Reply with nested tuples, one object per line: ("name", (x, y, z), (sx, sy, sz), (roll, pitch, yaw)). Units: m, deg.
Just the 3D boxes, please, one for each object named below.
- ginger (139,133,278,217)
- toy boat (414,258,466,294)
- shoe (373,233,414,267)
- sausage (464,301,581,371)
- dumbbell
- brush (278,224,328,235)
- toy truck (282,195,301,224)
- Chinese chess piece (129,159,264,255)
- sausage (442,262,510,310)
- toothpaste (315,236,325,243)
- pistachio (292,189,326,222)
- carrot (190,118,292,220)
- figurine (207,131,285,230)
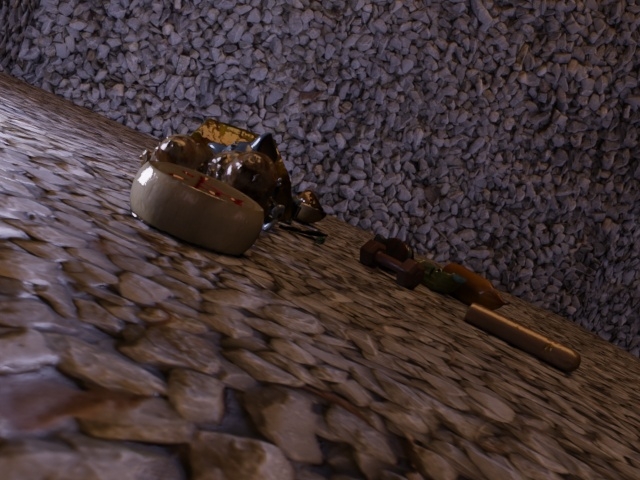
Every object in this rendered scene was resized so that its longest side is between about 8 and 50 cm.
("ginger", (-0.260, -0.150, 1.303), (0.375, 0.176, 0.256), (18, -16, 17))
("toy boat", (0.395, 0.126, 1.984), (0.111, 0.084, 0.276), (18, 4, -26))
("shoe", (0.258, 0.056, 1.942), (0.137, 0.114, 0.291), (28, 1, -13))
("sausage", (0.516, 0.247, 1.446), (0.301, 0.066, 0.066), (28, 7, 26))
("dumbbell", (0.219, 0.071, 1.734), (0.082, 0.092, 0.231), (-16, 29, -33))
("brush", (-0.058, -0.031, 1.813), (0.063, 0.016, 0.193), (-2, -8, 43))
("toy truck", (-0.168, -0.135, 1.961), (0.226, 0.098, 0.114), (20, 13, -35))
("Chinese chess piece", (-0.228, -0.061, 1.051), (0.249, 0.103, 0.250), (24, 8, -3))
("sausage", (0.531, 0.169, 1.960), (0.112, 0.112, 0.328), (21, 7, -27))
("toothpaste", (0.000, 0.000, 1.824), (0.020, 0.017, 0.083), (22, 5, 8))
("pistachio", (-0.053, -0.129, 2.257), (0.165, 0.131, 0.210), (17, -12, 20))
("carrot", (-0.231, -0.202, 1.634), (0.340, 0.242, 0.241), (20, 7, -16))
("figurine", (-0.161, -0.148, 1.465), (0.193, 0.140, 0.265), (-11, -43, 32))
